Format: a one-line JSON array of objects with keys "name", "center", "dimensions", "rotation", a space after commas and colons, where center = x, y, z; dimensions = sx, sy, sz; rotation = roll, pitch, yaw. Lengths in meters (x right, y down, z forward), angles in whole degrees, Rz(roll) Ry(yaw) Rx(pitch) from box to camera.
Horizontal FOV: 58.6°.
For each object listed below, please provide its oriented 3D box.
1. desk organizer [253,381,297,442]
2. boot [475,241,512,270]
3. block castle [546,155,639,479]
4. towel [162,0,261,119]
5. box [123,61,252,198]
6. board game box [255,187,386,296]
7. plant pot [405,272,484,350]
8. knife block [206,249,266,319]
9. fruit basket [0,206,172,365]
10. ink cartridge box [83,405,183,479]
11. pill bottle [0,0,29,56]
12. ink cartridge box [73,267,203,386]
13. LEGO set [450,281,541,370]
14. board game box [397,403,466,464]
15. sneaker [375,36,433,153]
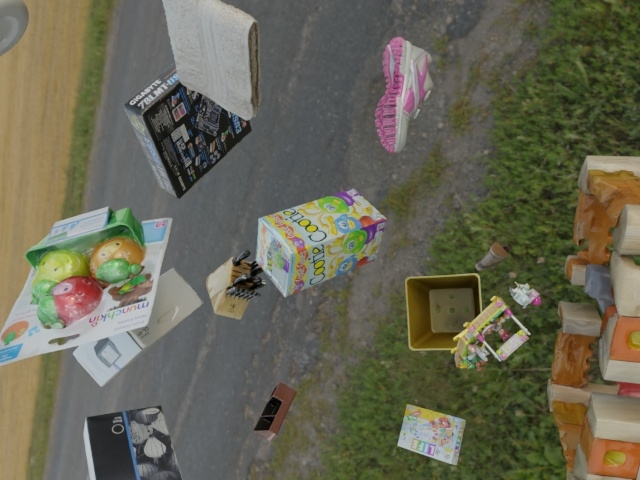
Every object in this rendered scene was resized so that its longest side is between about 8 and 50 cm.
[{"name": "desk organizer", "center": [-0.108, 0.408, 1.367], "dimensions": [0.047, 0.050, 0.130], "rotation": [-57, 3, 45]}, {"name": "boot", "center": [0.406, 0.043, 1.360], "dimensions": [0.087, 0.118, 0.042], "rotation": [-42, 67, 34]}, {"name": "block castle", "center": [0.442, 0.126, 0.734], "dimensions": [0.303, 0.213, 0.453], "rotation": [-57, -31, -64]}, {"name": "towel", "center": [-0.196, -0.338, 1.047], "dimensions": [0.049, 0.187, 0.282], "rotation": [-57, -8, -21]}, {"name": "box", "center": [-0.308, -0.297, 1.394], "dimensions": [0.073, 0.293, 0.295], "rotation": [28, 153, 22]}, {"name": "board game box", "center": [0.000, 0.000, 1.378], "dimensions": [0.142, 0.275, 0.144], "rotation": [47, 144, 35]}, {"name": "plant pot", "center": [0.382, 0.213, 1.705], "dimensions": [0.212, 0.187, 0.212], "rotation": [-5, 83, 20]}, {"name": "knife block", "center": [-0.246, 0.099, 1.720], "dimensions": [0.242, 0.088, 0.275], "rotation": [-64, 27, 15]}, {"name": "fruit basket", "center": [-0.474, 0.080, 1.141], "dimensions": [0.353, 0.327, 0.165], "rotation": [-96, -11, -59]}, {"name": "ink cartridge box", "center": [-0.365, 0.483, 1.139], "dimensions": [0.332, 0.165, 0.065], "rotation": [53, 133, 45]}, {"name": "pill bottle", "center": [-0.599, -0.413, 0.879], "dimensions": [0.264, 0.146, 0.146], "rotation": [48, 143, -5]}, {"name": "ink cartridge box", "center": [-0.481, 0.229, 1.497], "dimensions": [0.131, 0.226, 0.306], "rotation": [49, 131, -1]}, {"name": "LEGO set", "center": [0.372, 0.224, 1.241], "dimensions": [0.107, 0.132, 0.287], "rotation": [51, 132, 29]}, {"name": "board game box", "center": [0.263, 0.460, 1.360], "dimensions": [0.154, 0.026, 0.103], "rotation": [0, 69, 46]}, {"name": "sneaker", "center": [0.199, -0.320, 1.285], "dimensions": [0.103, 0.111, 0.252], "rotation": [-140, 54, -61]}]
